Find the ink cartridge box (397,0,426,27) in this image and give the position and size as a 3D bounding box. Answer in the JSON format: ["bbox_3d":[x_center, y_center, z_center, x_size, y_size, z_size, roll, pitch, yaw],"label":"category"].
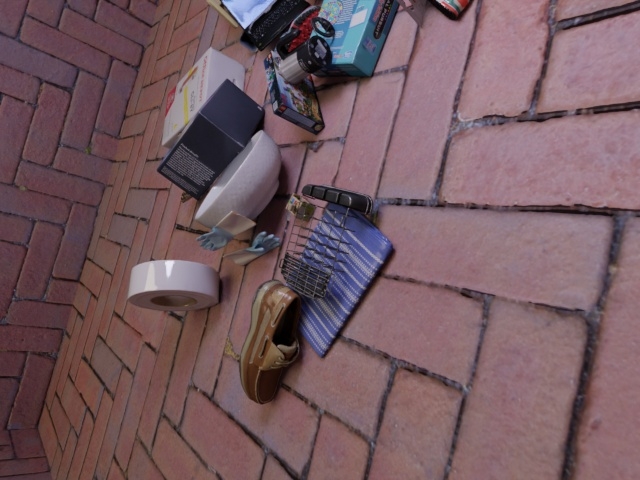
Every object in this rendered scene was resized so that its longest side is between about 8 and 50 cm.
[{"bbox_3d":[0.204,-0.624,0.999,0.045,0.145,0.179,7,83,44],"label":"ink cartridge box"}]

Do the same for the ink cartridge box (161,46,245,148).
[{"bbox_3d":[-0.492,-0.560,1.737,0.384,0.160,0.279,-20,63,43],"label":"ink cartridge box"}]

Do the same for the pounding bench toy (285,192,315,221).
[{"bbox_3d":[-0.068,-0.098,1.167,0.065,0.083,0.052,43,110,45],"label":"pounding bench toy"}]

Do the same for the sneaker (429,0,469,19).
[{"bbox_3d":[0.273,-0.578,0.943,0.075,0.057,0.161,-44,79,16],"label":"sneaker"}]

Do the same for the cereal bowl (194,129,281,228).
[{"bbox_3d":[-0.231,-0.163,1.287,0.339,0.141,0.339,-43,23,23],"label":"cereal bowl"}]

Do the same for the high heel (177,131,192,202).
[{"bbox_3d":[-0.542,-0.299,1.685,0.261,0.186,0.093,-56,2,6],"label":"high heel"}]

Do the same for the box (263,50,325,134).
[{"bbox_3d":[-0.079,-0.436,1.237,0.044,0.159,0.233,-37,52,36],"label":"box"}]

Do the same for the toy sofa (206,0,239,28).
[{"bbox_3d":[-0.274,-1.017,1.612,0.362,0.150,0.177,-47,28,14],"label":"toy sofa"}]

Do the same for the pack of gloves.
[{"bbox_3d":[-0.246,0.017,1.238,0.232,0.195,0.046,-28,47,39],"label":"pack of gloves"}]

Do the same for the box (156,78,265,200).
[{"bbox_3d":[-0.371,-0.351,1.443,0.294,0.182,0.296,-38,26,32],"label":"box"}]

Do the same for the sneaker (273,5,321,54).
[{"bbox_3d":[-0.090,-0.663,1.371,0.262,0.104,0.125,-43,47,30],"label":"sneaker"}]

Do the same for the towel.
[{"bbox_3d":[0.026,0.084,1.046,0.243,0.040,0.336,47,114,43],"label":"towel"}]

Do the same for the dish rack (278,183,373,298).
[{"bbox_3d":[0.000,0.000,1.017,0.208,0.074,0.272,22,98,49],"label":"dish rack"}]

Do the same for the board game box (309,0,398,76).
[{"bbox_3d":[0.096,-0.635,1.172,0.253,0.079,0.336,28,98,49],"label":"board game box"}]

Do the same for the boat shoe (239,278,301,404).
[{"bbox_3d":[-0.119,0.266,1.058,0.119,0.122,0.324,16,103,37],"label":"boat shoe"}]

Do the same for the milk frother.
[{"bbox_3d":[-0.035,-0.531,1.164,0.134,0.129,0.143,-6,30,48],"label":"milk frother"}]

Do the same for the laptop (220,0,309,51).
[{"bbox_3d":[-0.205,-0.848,1.490,0.234,0.136,0.264,-39,49,11],"label":"laptop"}]

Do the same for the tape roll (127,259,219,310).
[{"bbox_3d":[-0.482,0.157,1.392,0.286,0.286,0.100,-25,59,41],"label":"tape roll"}]

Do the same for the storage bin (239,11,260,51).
[{"bbox_3d":[-0.265,-0.827,1.636,0.135,0.098,0.091,-52,35,23],"label":"storage bin"}]
